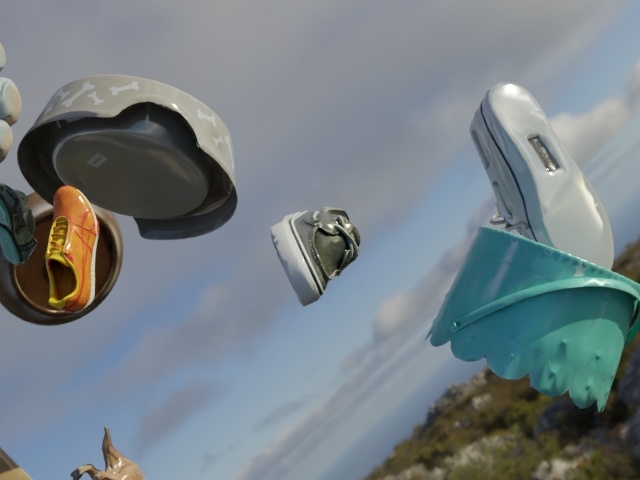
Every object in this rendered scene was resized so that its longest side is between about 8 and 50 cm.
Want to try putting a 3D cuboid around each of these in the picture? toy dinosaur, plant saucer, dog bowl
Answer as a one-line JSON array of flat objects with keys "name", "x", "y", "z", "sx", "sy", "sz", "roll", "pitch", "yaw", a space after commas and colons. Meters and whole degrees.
[{"name": "toy dinosaur", "x": -0.406, "y": 0.544, "z": 2.198, "sx": 0.200, "sy": 0.296, "sz": 0.127, "roll": -2, "pitch": -21, "yaw": -42}, {"name": "plant saucer", "x": -0.555, "y": 0.040, "z": 2.211, "sx": 0.310, "sy": 0.311, "sz": 0.050, "roll": -38, "pitch": 33, "yaw": -22}, {"name": "dog bowl", "x": -0.296, "y": -0.131, "z": 1.642, "sx": 0.349, "sy": 0.348, "sz": 0.102, "roll": 125, "pitch": 156, "yaw": -56}]

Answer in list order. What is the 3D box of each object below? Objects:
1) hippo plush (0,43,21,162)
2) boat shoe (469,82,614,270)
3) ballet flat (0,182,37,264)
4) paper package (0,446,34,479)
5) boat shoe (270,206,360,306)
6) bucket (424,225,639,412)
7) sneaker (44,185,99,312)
[{"name": "hippo plush", "x": -0.644, "y": -0.203, "z": 1.627, "sx": 0.236, "sy": 0.234, "sz": 0.294, "roll": -12, "pitch": 1, "yaw": 21}, {"name": "boat shoe", "x": 0.338, "y": -0.066, "z": 1.684, "sx": 0.135, "sy": 0.367, "sz": 0.156, "roll": -17, "pitch": -21, "yaw": -27}, {"name": "ballet flat", "x": -0.475, "y": -0.042, "z": 1.584, "sx": 0.070, "sy": 0.070, "sz": 0.188, "roll": -37, "pitch": -26, "yaw": -28}, {"name": "paper package", "x": -0.468, "y": 0.508, "z": 1.621, "sx": 0.168, "sy": 0.325, "sz": 0.309, "roll": -39, "pitch": -36, "yaw": -26}, {"name": "boat shoe", "x": 0.000, "y": 0.000, "z": 1.579, "sx": 0.119, "sy": 0.121, "sz": 0.335, "roll": -21, "pitch": 15, "yaw": 6}, {"name": "bucket", "x": 0.303, "y": 0.105, "z": 1.436, "sx": 0.281, "sy": 0.281, "sz": 0.183, "roll": 13, "pitch": -82, "yaw": -80}, {"name": "sneaker", "x": -0.335, "y": 0.007, "z": 1.375, "sx": 0.064, "sy": 0.175, "sz": 0.067, "roll": -14, "pitch": -17, "yaw": 17}]
